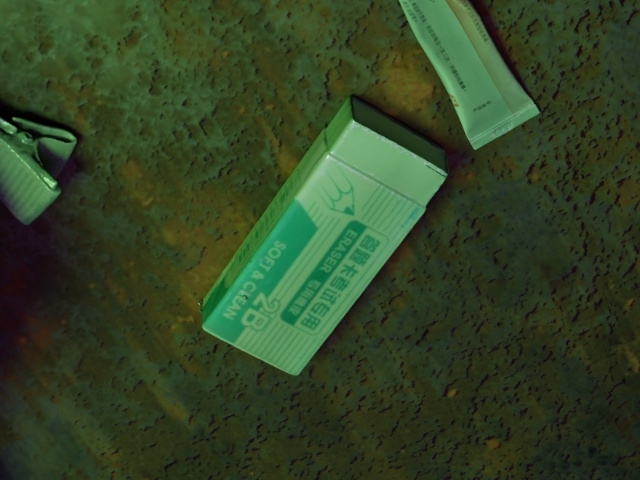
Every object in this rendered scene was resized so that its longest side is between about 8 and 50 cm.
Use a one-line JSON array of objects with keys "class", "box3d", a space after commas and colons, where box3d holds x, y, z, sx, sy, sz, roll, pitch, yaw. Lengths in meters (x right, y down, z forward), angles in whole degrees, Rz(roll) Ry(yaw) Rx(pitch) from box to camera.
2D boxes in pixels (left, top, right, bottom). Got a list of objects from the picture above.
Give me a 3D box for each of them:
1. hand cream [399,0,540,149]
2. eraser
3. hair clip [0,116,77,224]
[{"class": "hand cream", "box3d": [0.097, -0.161, 1.365, 0.052, 0.038, 0.216, -10, 131, 31]}, {"class": "eraser", "box3d": [0.000, 0.000, 1.442, 0.095, 0.052, 0.225, 28, 115, -17]}, {"class": "hair clip", "box3d": [-0.298, -0.087, 1.367, 0.218, 0.071, 0.159, 33, 120, -17]}]
